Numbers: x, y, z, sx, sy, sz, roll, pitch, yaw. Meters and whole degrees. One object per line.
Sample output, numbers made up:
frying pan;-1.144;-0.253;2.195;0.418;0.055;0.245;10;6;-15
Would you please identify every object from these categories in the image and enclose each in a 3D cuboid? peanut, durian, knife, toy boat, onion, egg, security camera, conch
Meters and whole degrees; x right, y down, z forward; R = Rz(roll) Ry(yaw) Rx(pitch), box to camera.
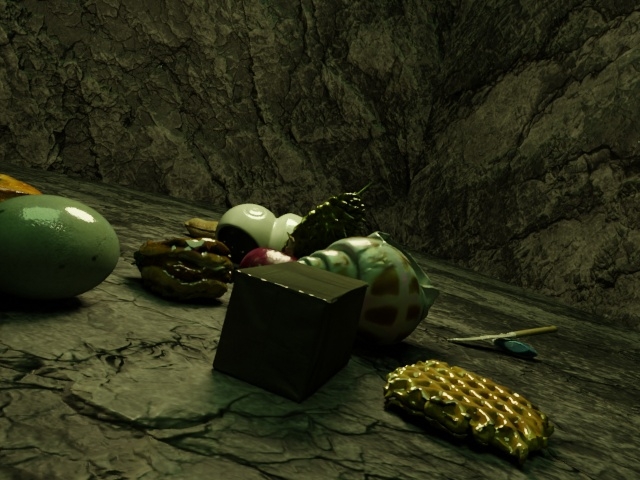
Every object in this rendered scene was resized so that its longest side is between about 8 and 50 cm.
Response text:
peanut;-0.387;-0.035;1.901;0.174;0.080;0.080;14;6;19
durian;-0.001;0.005;1.279;0.157;0.169;0.355;22;-34;-5
knife;0.447;0.233;1.357;0.297;0.017;0.047;-5;4;-17
toy boat;0.495;0.272;1.391;0.105;0.034;0.149;15;-7;37
onion;-0.088;0.084;1.158;0.177;0.153;0.177;16;-37;13
egg;-0.434;0.012;0.888;0.169;0.169;0.236;17;1;28
security camera;-0.176;-0.007;1.555;0.236;0.195;0.194;18;6;-3
conch;0.101;0.087;1.121;0.197;0.249;0.368;-25;-41;19

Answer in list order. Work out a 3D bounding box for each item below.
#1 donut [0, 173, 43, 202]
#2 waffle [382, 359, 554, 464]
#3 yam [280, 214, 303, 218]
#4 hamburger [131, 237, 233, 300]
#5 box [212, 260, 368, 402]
donut;-0.862;-0.128;1.443;0.253;0.118;0.253;11;6;-1
waffle;0.224;0.247;0.843;0.245;0.052;0.254;19;7;29
yam;-0.040;-0.002;2.041;0.268;0.161;0.161;13;6;-26
hamburger;-0.279;0.046;1.159;0.183;0.130;0.206;12;3;-40
box;-0.039;0.126;0.862;0.155;0.149;0.231;16;6;17
